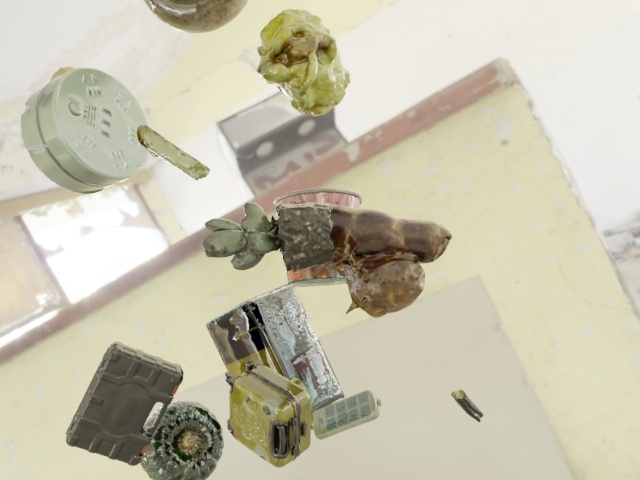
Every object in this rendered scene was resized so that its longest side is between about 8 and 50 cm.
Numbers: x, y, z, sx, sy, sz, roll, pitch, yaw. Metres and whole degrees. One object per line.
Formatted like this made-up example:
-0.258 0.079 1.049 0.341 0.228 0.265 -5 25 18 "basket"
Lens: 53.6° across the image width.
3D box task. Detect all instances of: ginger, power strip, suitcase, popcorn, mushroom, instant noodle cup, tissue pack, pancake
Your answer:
0.066 0.035 1.427 0.254 0.418 0.176 -66 -29 -15 "ginger"
0.059 0.469 1.700 0.227 0.029 0.080 -27 48 19 "power strip"
-0.496 0.416 1.607 0.285 0.206 0.066 -62 19 5 "suitcase"
-0.036 -0.415 1.483 0.195 0.256 0.255 -23 6 18 "popcorn"
-0.360 -0.772 1.769 0.362 0.362 0.294 -28 3 15 "mushroom"
-0.124 0.428 1.586 0.235 0.193 0.143 21 29 38 "suitcase"
-0.656 -0.310 1.826 0.161 0.357 0.357 -16 10 32 "power strip"
0.000 0.000 1.694 0.243 0.231 0.243 -3 -10 0 "instant noodle cup"
-0.140 0.380 2.021 0.253 0.416 0.264 -31 -6 35 "tissue pack"
-0.351 -0.199 1.503 0.054 0.197 0.376 -57 27 -1 "pancake"

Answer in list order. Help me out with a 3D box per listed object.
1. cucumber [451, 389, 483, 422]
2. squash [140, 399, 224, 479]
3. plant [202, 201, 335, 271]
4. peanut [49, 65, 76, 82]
0.382 0.430 1.644 0.034 0.135 0.033 -8 43 39 "cucumber"
-0.408 0.601 1.868 0.252 0.252 0.165 -31 2 -31 "squash"
-0.105 -0.009 1.307 0.275 0.149 0.146 -2 -3 6 "plant"
-0.786 -0.424 2.045 0.147 0.147 0.319 -30 -19 -24 "peanut"
